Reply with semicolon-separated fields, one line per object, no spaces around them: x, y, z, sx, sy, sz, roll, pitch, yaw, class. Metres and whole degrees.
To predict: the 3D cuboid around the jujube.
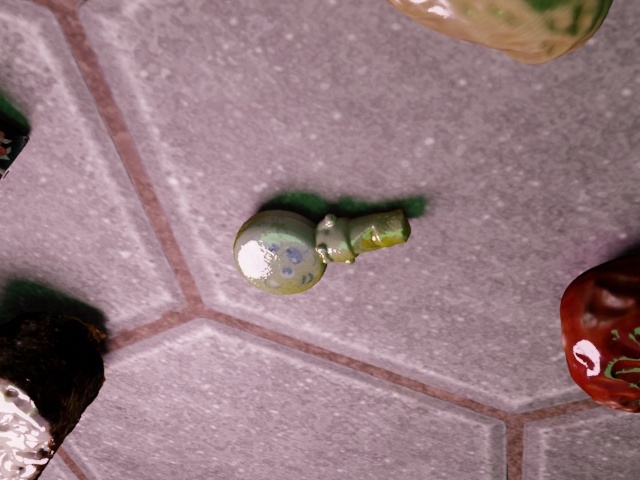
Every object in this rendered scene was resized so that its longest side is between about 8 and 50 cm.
0.349;0.076;0.761;0.230;0.155;0.155;-26;126;28;jujube

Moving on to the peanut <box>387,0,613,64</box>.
0.071;-0.235;0.500;0.325;0.140;0.153;35;118;-25;peanut

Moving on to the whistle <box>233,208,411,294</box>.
0.000;0.000;0.844;0.198;0.057;0.104;-15;126;18;whistle

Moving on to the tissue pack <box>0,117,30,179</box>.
-0.401;-0.105;0.792;0.170;0.103;0.090;34;141;-21;tissue pack

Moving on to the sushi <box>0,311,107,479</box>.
-0.446;0.220;1.092;0.234;0.207;0.348;38;128;-9;sushi
